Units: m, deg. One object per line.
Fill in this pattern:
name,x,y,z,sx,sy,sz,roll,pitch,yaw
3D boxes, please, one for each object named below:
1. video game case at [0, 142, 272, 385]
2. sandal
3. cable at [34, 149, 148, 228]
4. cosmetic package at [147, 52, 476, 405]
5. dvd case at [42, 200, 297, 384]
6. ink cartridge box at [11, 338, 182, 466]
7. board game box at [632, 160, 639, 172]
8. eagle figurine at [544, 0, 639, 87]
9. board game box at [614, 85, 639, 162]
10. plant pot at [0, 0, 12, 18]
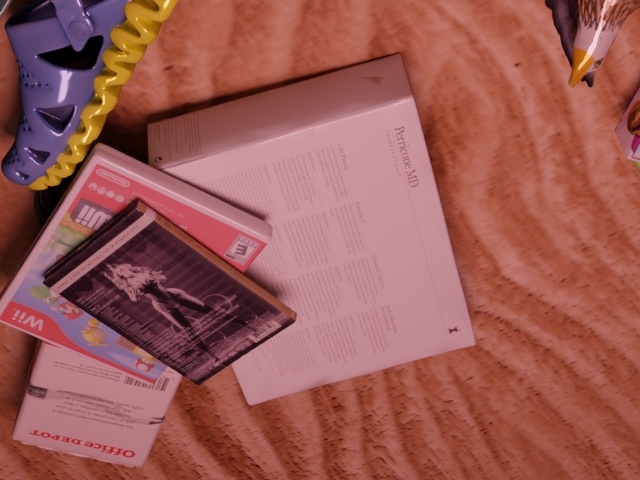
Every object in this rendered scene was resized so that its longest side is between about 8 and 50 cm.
video game case,-0.208,0.035,1.464,0.204,0.025,0.285,26,131,-18
sandal,-0.252,-0.189,1.354,0.138,0.126,0.317,25,119,-17
cable,-0.233,-0.032,1.534,0.150,0.047,0.184,-22,128,13
cosmetic package,0.000,0.000,1.527,0.284,0.097,0.377,-14,131,5
dvd case,-0.160,0.061,1.454,0.221,0.018,0.164,37,127,-27
ink cartridge box,-0.263,0.154,1.664,0.171,0.100,0.237,15,129,-14
board game box,0.455,-0.051,1.550,0.124,0.039,0.259,-27,124,19
eagle figurine,0.276,-0.236,1.223,0.225,0.226,0.298,-39,161,22
board game box,0.516,-0.182,1.390,0.317,0.066,0.319,16,122,-16
plant pot,-0.407,-0.263,1.192,0.196,0.293,0.293,35,126,3
